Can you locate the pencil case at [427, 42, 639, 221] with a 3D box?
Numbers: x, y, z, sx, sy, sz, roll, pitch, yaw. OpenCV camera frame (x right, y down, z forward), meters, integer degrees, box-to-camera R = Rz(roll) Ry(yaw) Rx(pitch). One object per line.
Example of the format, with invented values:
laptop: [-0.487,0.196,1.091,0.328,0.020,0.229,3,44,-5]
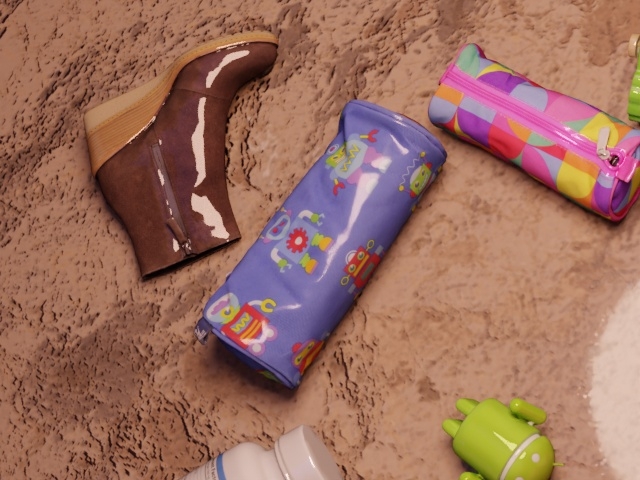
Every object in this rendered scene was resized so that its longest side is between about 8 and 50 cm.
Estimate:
pencil case: [0.220,-0.109,1.478,0.236,0.104,0.104,29,84,27]

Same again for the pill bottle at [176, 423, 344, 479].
pill bottle: [-0.087,0.273,1.447,0.221,0.124,0.124,-30,65,8]

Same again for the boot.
boot: [-0.124,-0.094,1.622,0.248,0.090,0.207,-27,77,8]

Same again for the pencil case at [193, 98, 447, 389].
pencil case: [0.000,0.000,1.511,0.133,0.119,0.306,31,85,34]

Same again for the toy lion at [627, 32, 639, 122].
toy lion: [0.327,-0.168,1.475,0.034,0.096,0.100,15,38,23]

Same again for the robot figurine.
robot figurine: [0.172,0.195,1.411,0.115,0.067,0.101,37,97,26]
